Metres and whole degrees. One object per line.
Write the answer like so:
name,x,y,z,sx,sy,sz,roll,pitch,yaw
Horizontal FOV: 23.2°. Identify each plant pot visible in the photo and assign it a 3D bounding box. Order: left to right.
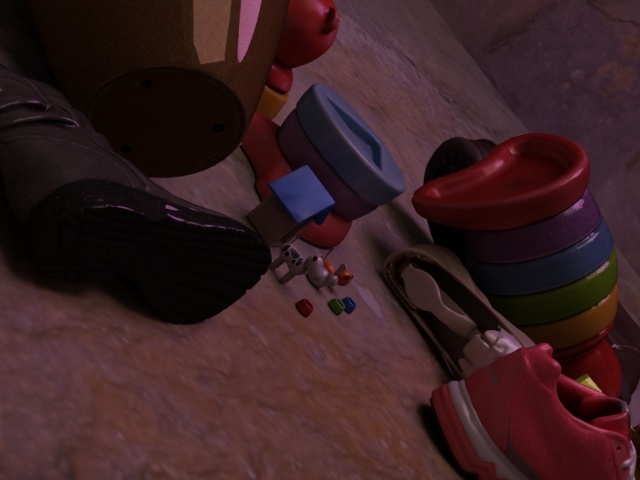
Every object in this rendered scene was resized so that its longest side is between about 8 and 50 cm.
plant pot,-0.119,-0.178,1.165,0.237,0.237,0.254,37,35,-42

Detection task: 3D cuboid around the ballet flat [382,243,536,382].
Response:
ballet flat,0.143,0.093,1.492,0.248,0.086,0.086,50,13,32

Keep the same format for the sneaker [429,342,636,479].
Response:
sneaker,0.239,0.210,1.387,0.314,0.136,0.116,43,17,-27

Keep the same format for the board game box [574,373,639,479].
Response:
board game box,0.289,0.230,1.529,0.043,0.092,0.181,-25,63,-29

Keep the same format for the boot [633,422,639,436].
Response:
boot,0.349,0.193,1.552,0.109,0.220,0.283,-35,101,-33

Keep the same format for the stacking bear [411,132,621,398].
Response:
stacking bear,0.234,0.058,1.614,0.164,0.175,0.289,17,-50,57

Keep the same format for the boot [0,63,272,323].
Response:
boot,-0.137,-0.040,1.021,0.161,0.083,0.246,53,13,28

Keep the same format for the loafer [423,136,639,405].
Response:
loafer,0.249,0.032,1.778,0.130,0.134,0.366,-38,99,-36

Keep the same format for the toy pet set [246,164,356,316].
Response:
toy pet set,0.000,0.000,1.327,0.114,0.065,0.122,54,15,12

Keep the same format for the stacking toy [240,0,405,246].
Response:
stacking toy,-0.046,-0.162,1.448,0.279,0.130,0.309,31,25,-52
